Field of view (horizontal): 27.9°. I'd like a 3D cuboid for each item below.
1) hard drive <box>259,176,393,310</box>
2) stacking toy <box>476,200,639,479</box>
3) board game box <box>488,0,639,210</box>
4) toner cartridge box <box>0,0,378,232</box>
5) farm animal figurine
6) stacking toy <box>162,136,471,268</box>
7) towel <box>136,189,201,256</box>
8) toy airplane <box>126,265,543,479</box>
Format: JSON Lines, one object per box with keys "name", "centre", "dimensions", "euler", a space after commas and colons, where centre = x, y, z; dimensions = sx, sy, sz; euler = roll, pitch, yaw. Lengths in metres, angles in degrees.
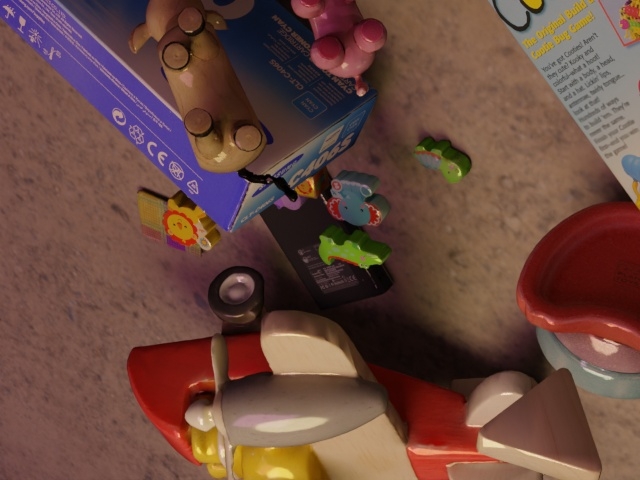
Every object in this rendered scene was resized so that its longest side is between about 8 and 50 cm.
{"name": "hard drive", "centre": [0.000, 0.000, 1.238], "dimensions": [0.094, 0.022, 0.135], "euler": [-17, 110, 46]}
{"name": "stacking toy", "centre": [0.273, 0.132, 0.945], "dimensions": [0.309, 0.279, 0.130], "euler": [24, 145, 20]}
{"name": "board game box", "centre": [0.253, -0.119, 0.823], "dimensions": [0.275, 0.142, 0.144], "euler": [54, 147, -3]}
{"name": "toner cartridge box", "centre": [-0.134, -0.178, 1.071], "dimensions": [0.348, 0.165, 0.075], "euler": [43, 143, 12]}
{"name": "farm animal figurine", "centre": [-0.076, -0.241, 0.941], "dimensions": [0.326, 0.330, 0.172], "euler": [32, 178, -2]}
{"name": "stacking toy", "centre": [-0.001, -0.039, 1.100], "dimensions": [0.221, 0.167, 0.052], "euler": [12, 129, 31]}
{"name": "towel", "centre": [-0.160, -0.019, 1.361], "dimensions": [0.083, 0.009, 0.060], "euler": [21, 132, 25]}
{"name": "toy airplane", "centre": [0.022, 0.206, 1.191], "dimensions": [0.386, 0.272, 0.384], "euler": [36, 153, -17]}
